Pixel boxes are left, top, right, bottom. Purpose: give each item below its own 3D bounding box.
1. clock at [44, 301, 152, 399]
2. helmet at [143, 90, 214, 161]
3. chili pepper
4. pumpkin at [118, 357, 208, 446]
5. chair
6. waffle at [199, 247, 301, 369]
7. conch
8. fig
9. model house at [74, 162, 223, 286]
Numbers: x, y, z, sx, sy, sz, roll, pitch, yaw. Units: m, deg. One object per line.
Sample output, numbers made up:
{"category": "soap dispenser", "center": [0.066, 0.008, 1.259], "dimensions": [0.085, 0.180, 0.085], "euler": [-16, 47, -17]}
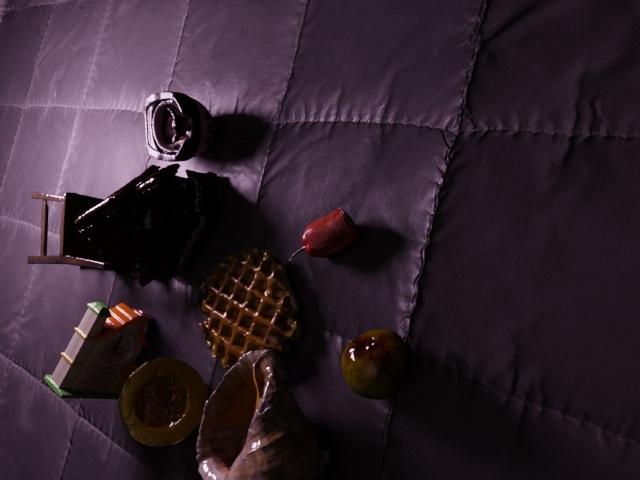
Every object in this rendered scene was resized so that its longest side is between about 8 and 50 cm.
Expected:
{"category": "clock", "center": [-0.602, 0.311, 1.348], "dimensions": [0.106, 0.220, 0.255], "euler": [25, 86, 33]}
{"category": "helmet", "center": [-0.406, -0.331, 1.389], "dimensions": [0.253, 0.154, 0.198], "euler": [17, 110, 52]}
{"category": "chili pepper", "center": [0.000, 0.000, 1.098], "dimensions": [0.192, 0.084, 0.086], "euler": [-32, 48, 19]}
{"category": "pumpkin", "center": [-0.416, 0.424, 1.253], "dimensions": [0.110, 0.217, 0.217], "euler": [140, 127, -65]}
{"category": "chair", "center": [-0.719, -0.031, 1.497], "dimensions": [0.416, 0.203, 0.240], "euler": [1, 83, 32]}
{"category": "waffle", "center": [-0.189, 0.180, 1.191], "dimensions": [0.302, 0.068, 0.324], "euler": [-29, 65, 25]}
{"category": "conch", "center": [-0.124, 0.429, 1.030], "dimensions": [0.297, 0.210, 0.352], "euler": [-9, 55, 32]}
{"category": "fig", "center": [0.109, 0.248, 0.952], "dimensions": [0.153, 0.121, 0.136], "euler": [-38, 22, 42]}
{"category": "model house", "center": [-0.461, -0.053, 1.284], "dimensions": [0.317, 0.282, 0.297], "euler": [-20, 70, 29]}
